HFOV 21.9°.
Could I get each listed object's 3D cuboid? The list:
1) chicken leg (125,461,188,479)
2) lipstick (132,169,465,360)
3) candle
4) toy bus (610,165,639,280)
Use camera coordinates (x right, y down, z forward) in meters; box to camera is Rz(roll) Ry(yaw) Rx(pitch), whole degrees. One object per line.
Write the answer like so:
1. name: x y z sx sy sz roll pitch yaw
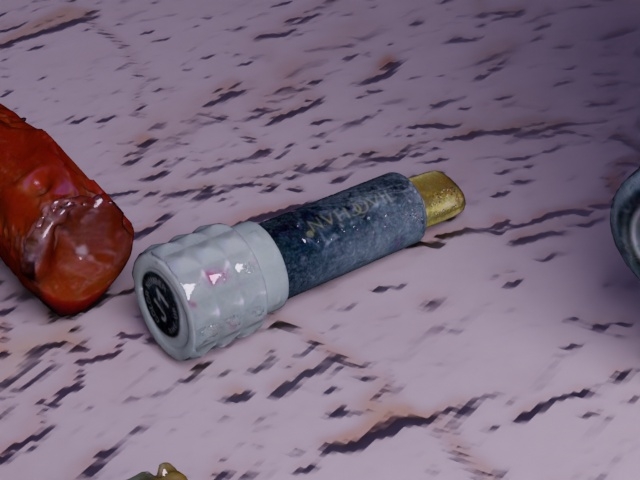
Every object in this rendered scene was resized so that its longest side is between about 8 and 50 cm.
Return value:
1. chicken leg: -0.060 0.120 0.283 0.103 0.088 0.227 -14 33 16
2. lipstick: 0.000 0.000 0.513 0.116 0.037 0.037 -23 34 -29
3. candle: -0.106 -0.026 0.566 0.048 0.053 0.162 -17 30 -24
4. toy bus: 0.150 -0.069 0.385 0.134 0.246 0.113 18 42 33
